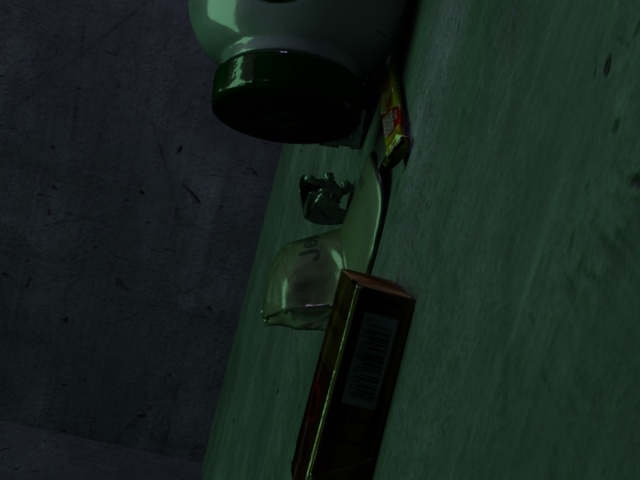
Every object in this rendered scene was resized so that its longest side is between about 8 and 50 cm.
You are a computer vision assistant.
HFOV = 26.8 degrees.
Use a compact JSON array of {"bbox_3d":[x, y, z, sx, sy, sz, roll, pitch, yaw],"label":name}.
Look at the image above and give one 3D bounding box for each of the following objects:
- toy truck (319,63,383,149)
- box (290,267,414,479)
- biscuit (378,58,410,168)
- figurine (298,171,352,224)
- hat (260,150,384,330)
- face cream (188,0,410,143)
[{"bbox_3d":[0.030,-0.285,2.109,0.155,0.124,0.268,102,175,-48],"label":"toy truck"},{"bbox_3d":[0.030,0.157,1.421,0.159,0.071,0.240,-136,60,-81],"label":"box"},{"bbox_3d":[0.094,-0.165,1.719,0.048,0.026,0.292,-53,15,22],"label":"biscuit"},{"bbox_3d":[0.004,-0.070,2.049,0.082,0.094,0.086,-20,42,34],"label":"figurine"},{"bbox_3d":[0.000,0.000,1.774,0.214,0.149,0.245,-96,10,-71],"label":"hat"},{"bbox_3d":[-0.031,-0.335,1.889,0.219,0.312,0.357,61,-148,-70],"label":"face cream"}]
